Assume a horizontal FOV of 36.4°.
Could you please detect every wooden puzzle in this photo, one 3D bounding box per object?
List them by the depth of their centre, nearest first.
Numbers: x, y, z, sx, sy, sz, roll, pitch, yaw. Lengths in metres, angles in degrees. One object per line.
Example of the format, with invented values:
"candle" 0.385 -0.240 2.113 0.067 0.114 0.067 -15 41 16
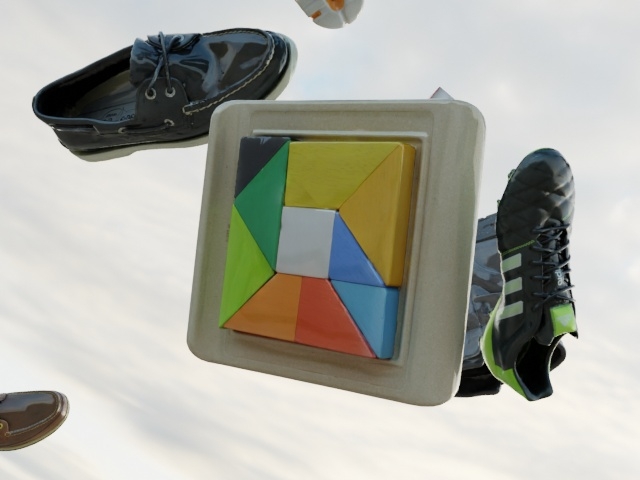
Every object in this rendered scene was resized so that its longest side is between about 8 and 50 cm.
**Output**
"wooden puzzle" 0.000 0.000 0.745 0.239 0.220 0.044 6 -1 32

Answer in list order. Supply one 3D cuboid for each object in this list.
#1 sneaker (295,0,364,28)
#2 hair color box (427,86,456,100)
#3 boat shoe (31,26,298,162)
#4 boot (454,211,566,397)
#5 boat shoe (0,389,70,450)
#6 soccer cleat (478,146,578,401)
"sneaker" -0.036 -0.302 0.943 0.214 0.084 0.083 58 8 -20
"hair color box" 0.118 -0.101 1.129 0.072 0.141 0.043 40 -15 -2
"boat shoe" -0.190 -0.180 1.106 0.340 0.127 0.113 -7 -26 32
"boot" 0.149 0.102 1.259 0.338 0.222 0.118 -25 -48 37
"boat shoe" -0.384 0.211 1.136 0.178 0.064 0.060 -13 -29 3
"soccer cleat" 0.150 0.026 0.659 0.072 0.060 0.178 -131 -141 -54
